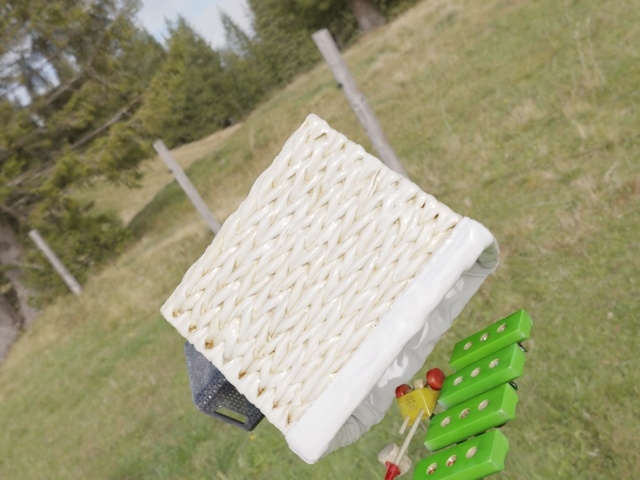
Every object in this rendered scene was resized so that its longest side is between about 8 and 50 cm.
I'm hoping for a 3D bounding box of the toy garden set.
[{"bbox_3d":[0.150,0.207,0.843,0.204,0.049,0.244,-37,12,37],"label":"toy garden set"}]

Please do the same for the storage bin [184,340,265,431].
[{"bbox_3d":[-0.146,0.212,1.225,0.084,0.122,0.180,-50,31,16],"label":"storage bin"}]

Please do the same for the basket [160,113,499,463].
[{"bbox_3d":[0.029,0.066,0.962,0.331,0.266,0.328,-54,-16,3],"label":"basket"}]
